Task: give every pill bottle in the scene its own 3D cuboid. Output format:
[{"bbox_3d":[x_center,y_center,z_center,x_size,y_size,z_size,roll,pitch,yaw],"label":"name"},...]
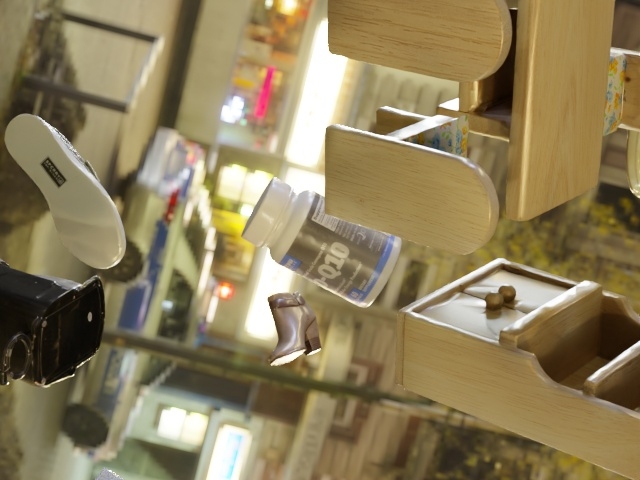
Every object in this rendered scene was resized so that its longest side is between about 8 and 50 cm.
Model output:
[{"bbox_3d":[0.000,0.000,1.191,0.078,0.137,0.078,-61,-172,14],"label":"pill bottle"}]

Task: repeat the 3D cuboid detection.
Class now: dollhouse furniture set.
[{"bbox_3d":[0.131,-0.030,0.602,0.212,0.161,0.242,-23,122,-44],"label":"dollhouse furniture set"}]

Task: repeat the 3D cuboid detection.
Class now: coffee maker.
[{"bbox_3d":[-0.338,0.073,1.301,0.171,0.178,0.120,11,93,-69],"label":"coffee maker"}]

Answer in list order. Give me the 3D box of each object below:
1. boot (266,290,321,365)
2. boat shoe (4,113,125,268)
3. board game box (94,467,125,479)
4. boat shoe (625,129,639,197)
[{"bbox_3d":[-0.045,0.108,1.602,0.042,0.087,0.118,-32,167,28],"label":"boot"},{"bbox_3d":[-0.300,-0.062,1.547,0.077,0.219,0.070,-35,171,9],"label":"boat shoe"},{"bbox_3d":[-0.162,0.419,1.168,0.319,0.318,0.066,-54,170,-39],"label":"board game box"},{"bbox_3d":[0.400,-0.164,1.260,0.302,0.098,0.109,-55,142,-21],"label":"boat shoe"}]
